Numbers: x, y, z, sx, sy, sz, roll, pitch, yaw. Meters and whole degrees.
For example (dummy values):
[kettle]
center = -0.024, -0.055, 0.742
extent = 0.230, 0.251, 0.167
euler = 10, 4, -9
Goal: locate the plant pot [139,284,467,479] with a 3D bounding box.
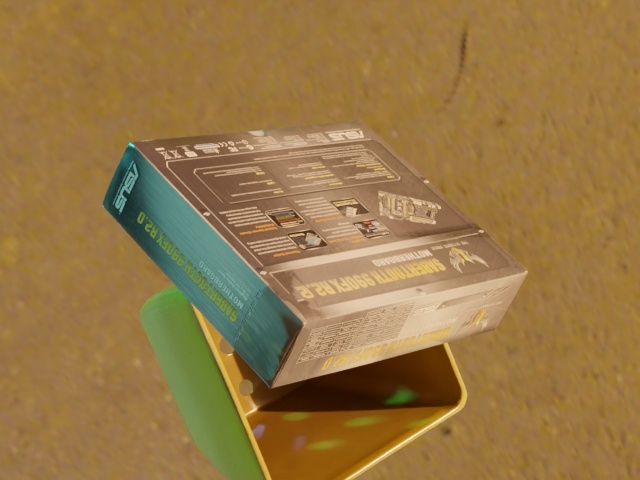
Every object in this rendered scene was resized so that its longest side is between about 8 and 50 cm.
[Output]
[plant pot]
center = -0.036, 0.092, 1.490
extent = 0.212, 0.212, 0.187
euler = -29, 13, -29

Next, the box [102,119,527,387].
[box]
center = 0.000, 0.000, 1.128
extent = 0.183, 0.231, 0.056
euler = 45, 124, 27
